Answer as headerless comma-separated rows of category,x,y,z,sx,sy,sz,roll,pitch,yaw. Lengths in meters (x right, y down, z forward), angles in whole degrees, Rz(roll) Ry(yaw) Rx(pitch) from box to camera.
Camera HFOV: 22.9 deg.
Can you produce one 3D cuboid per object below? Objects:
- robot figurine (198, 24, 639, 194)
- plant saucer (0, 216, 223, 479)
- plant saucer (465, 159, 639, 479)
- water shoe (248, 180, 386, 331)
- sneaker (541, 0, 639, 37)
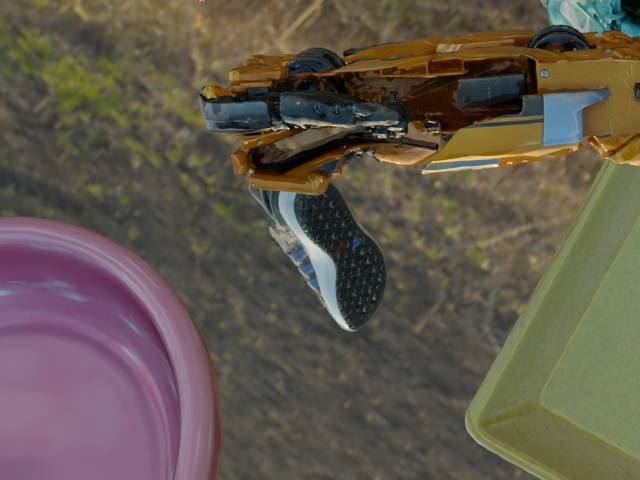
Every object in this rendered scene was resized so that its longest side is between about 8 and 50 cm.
robot figurine,0.067,-0.085,1.004,0.291,0.211,0.085,-4,102,9
plant saucer,-0.207,0.145,0.924,0.332,0.332,0.084,21,158,30
plant saucer,0.331,0.083,1.233,0.333,0.332,0.081,29,180,6
water shoe,0.000,0.000,1.454,0.080,0.073,0.203,28,153,40
sneaker,0.242,-0.202,1.272,0.107,0.110,0.275,3,166,-5
